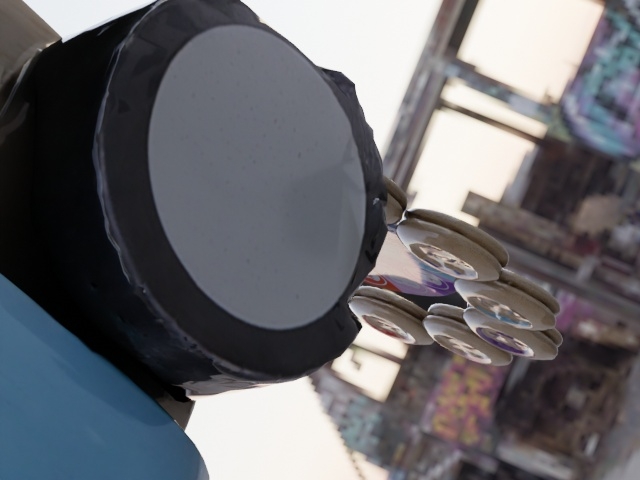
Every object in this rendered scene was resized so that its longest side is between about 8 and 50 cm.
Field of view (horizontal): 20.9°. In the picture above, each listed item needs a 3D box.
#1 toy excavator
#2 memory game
[{"bbox_3d":[-0.228,0.053,0.345,0.222,0.433,0.445,-14,45,40],"label":"toy excavator"},{"bbox_3d":[0.000,0.000,0.613,0.186,0.186,0.012,83,-149,-74],"label":"memory game"}]
